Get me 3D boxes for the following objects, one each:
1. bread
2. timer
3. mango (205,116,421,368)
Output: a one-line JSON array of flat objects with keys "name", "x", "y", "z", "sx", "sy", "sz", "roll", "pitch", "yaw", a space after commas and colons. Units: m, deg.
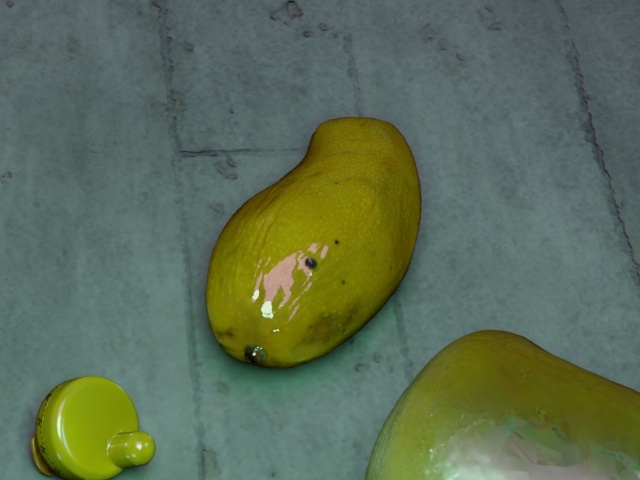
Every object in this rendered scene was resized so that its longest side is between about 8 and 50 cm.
[{"name": "bread", "x": 0.224, "y": 0.265, "z": 1.585, "sx": 0.376, "sy": 0.253, "sz": 0.348, "roll": 28, "pitch": 58, "yaw": 16}, {"name": "timer", "x": -0.222, "y": 0.185, "z": 1.680, "sx": 0.107, "sy": 0.109, "sz": 0.107, "roll": 12, "pitch": 72, "yaw": -41}, {"name": "mango", "x": 0.004, "y": 0.001, "z": 1.827, "sx": 0.187, "sy": 0.144, "sz": 0.359, "roll": 31, "pitch": 53, "yaw": 13}]
